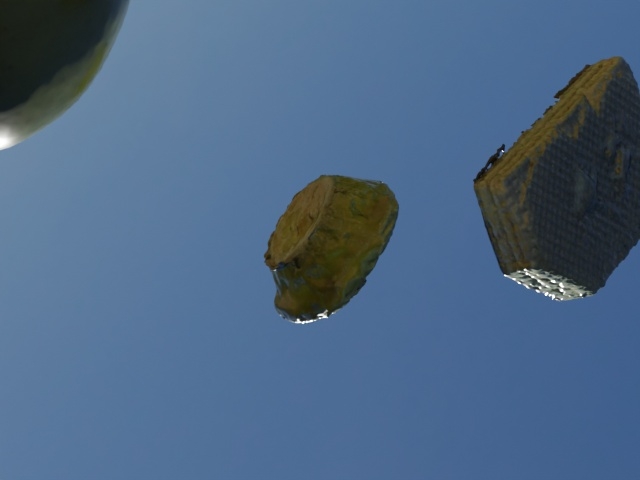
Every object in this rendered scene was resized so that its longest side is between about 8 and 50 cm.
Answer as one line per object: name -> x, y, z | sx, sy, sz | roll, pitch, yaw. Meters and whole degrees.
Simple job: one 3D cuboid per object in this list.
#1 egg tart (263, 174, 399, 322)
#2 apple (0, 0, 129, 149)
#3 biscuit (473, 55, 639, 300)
egg tart -> 0.000, 0.000, 1.871 | 0.197, 0.078, 0.197 | -44, -157, 24
apple -> -0.309, -0.235, 1.339 | 0.357, 0.357, 0.357 | -32, -162, 12
biscuit -> 0.219, -0.043, 1.447 | 0.052, 0.150, 0.252 | -6, -156, 39
